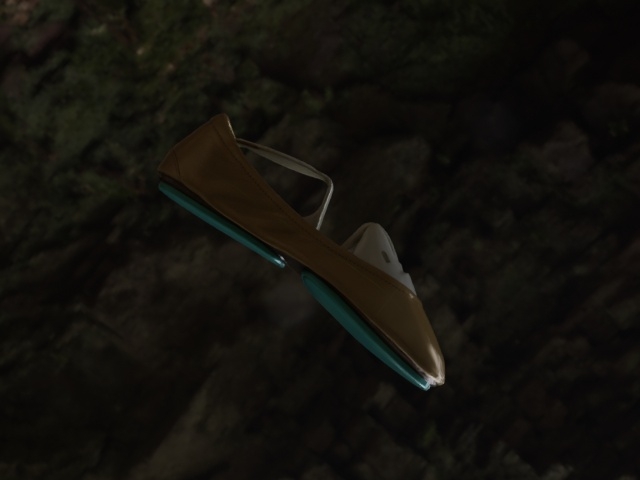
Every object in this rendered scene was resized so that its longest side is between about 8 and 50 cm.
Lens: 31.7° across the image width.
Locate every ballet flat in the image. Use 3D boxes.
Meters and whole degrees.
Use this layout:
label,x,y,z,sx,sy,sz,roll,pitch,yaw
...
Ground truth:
label,x,y,z,sx,sy,sz,roll,pitch,yaw
ballet flat,0.000,0.000,0.718,0.073,0.232,0.080,-52,172,-7
